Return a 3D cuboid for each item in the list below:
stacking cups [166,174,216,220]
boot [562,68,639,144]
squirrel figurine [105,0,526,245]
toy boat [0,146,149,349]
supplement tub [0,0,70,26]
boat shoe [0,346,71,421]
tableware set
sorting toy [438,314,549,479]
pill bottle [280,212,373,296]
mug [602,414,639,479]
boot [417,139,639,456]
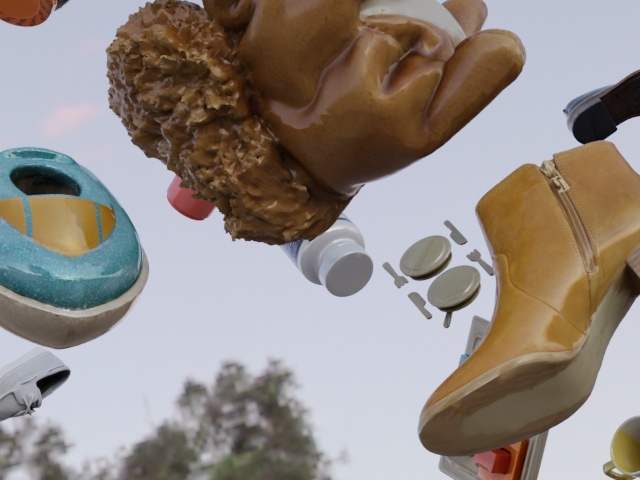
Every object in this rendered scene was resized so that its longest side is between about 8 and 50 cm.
[{"bbox_3d":[-0.089,-0.165,1.957,0.096,0.096,0.316,12,-56,-45],"label":"stacking cups"},{"bbox_3d":[0.468,-0.227,2.479,0.219,0.106,0.082,-26,-69,1],"label":"boot"},{"bbox_3d":[-0.060,-0.211,1.591,0.370,0.281,0.397,42,-72,-15],"label":"squirrel figurine"},{"bbox_3d":[-0.308,-0.013,1.472,0.318,0.267,0.148,2,-60,-29],"label":"toy boat"},{"bbox_3d":[-0.300,-0.328,1.773,0.117,0.190,0.117,12,-39,10],"label":"supplement tub"},{"bbox_3d":[-0.397,0.203,2.160,0.184,0.063,0.066,-35,-33,-62],"label":"boat shoe"},{"bbox_3d":[0.183,0.055,2.444,0.128,0.194,0.039,-34,-58,-2],"label":"tableware set"},{"bbox_3d":[0.180,0.187,1.742,0.047,0.348,0.196,9,8,-25],"label":"sorting toy"},{"bbox_3d":[0.000,0.000,2.116,0.094,0.169,0.094,-16,-52,-21],"label":"pill bottle"},{"bbox_3d":[0.330,0.214,1.641,0.064,0.062,0.078,26,-18,-36],"label":"mug"},{"bbox_3d":[0.177,0.043,1.415,0.295,0.211,0.104,-30,-43,-4],"label":"boot"}]
